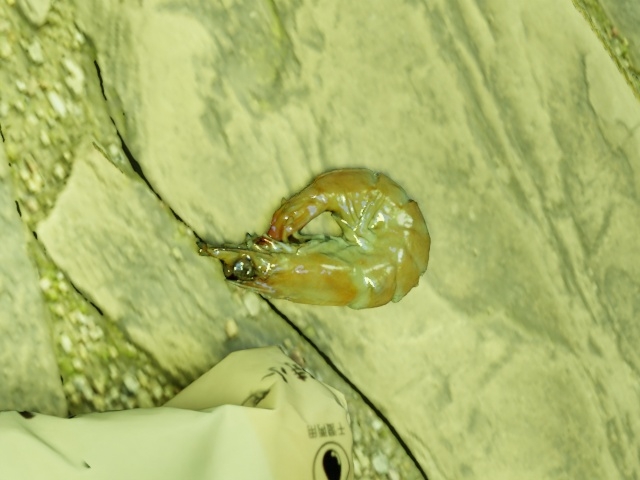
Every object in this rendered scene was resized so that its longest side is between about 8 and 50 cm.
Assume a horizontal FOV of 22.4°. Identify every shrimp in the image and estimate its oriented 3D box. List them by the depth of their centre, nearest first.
[{"bbox_3d":[0.000,0.000,1.114,0.180,0.041,0.099,-2,92,-29],"label":"shrimp"}]

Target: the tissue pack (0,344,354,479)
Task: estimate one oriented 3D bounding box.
[{"bbox_3d":[-0.146,0.266,0.941,0.375,0.195,0.390,-3,85,-30],"label":"tissue pack"}]
